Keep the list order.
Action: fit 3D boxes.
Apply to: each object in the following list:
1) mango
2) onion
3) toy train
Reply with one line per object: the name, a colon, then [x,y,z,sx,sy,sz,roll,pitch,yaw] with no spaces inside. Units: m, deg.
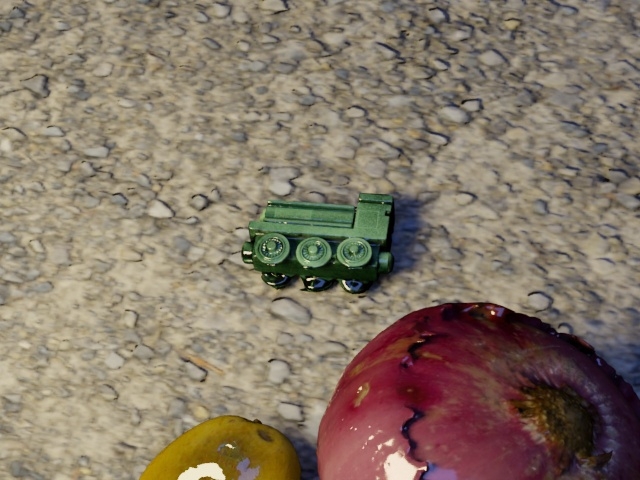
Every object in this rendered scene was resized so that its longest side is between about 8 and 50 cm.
mango: [-0.113,0.261,1.820,0.195,0.098,0.137,-34,70,-5]
onion: [0.164,0.238,1.712,0.358,0.345,0.358,5,66,-11]
toy train: [0.000,0.000,1.950,0.170,0.071,0.111,4,56,9]
